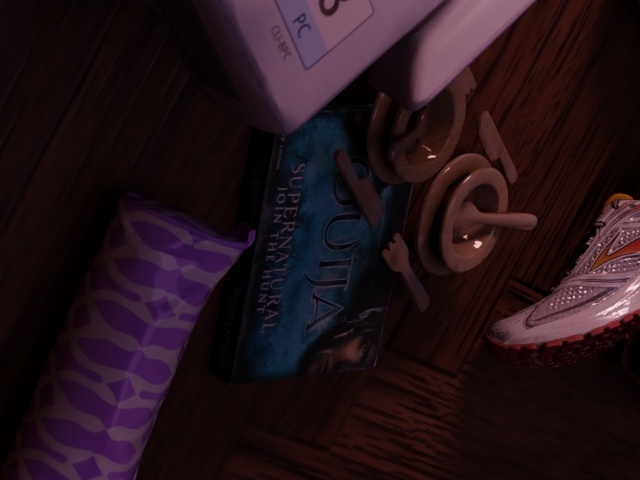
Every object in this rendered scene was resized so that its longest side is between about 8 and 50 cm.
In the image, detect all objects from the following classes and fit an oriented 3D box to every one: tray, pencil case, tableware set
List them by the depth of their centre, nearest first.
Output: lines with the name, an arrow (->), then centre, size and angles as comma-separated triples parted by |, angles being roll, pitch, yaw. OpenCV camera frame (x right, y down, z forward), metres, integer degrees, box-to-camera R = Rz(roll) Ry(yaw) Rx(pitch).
tray -> 0.128, -0.181, 1.062 | 0.270, 0.145, 0.030 | -44, 105, 2
pencil case -> -0.116, 0.074, 1.138 | 0.088, 0.086, 0.206 | 20, 98, -24
tableware set -> 0.084, -0.042, 1.248 | 0.128, 0.039, 0.194 | -54, 144, -17

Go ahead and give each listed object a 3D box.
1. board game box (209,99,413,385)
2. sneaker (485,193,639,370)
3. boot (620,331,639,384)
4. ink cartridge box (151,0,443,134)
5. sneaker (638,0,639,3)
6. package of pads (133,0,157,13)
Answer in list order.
board game box -> 0.000, 0.000, 1.242 | 0.126, 0.026, 0.186 | -4, 113, -38
sneaker -> 0.217, 0.022, 1.405 | 0.225, 0.092, 0.088 | -29, 164, -10
boot -> 0.366, 0.034, 1.527 | 0.220, 0.109, 0.283 | 30, 97, -40
ink cartridge box -> 0.041, -0.286, 0.951 | 0.385, 0.091, 0.308 | -41, 133, -17
sneaker -> 0.249, -0.169, 1.346 | 0.083, 0.071, 0.190 | -14, 111, -28
package of pads -> -0.023, -0.255, 1.045 | 0.229, 0.101, 0.296 | 22, 96, -44
